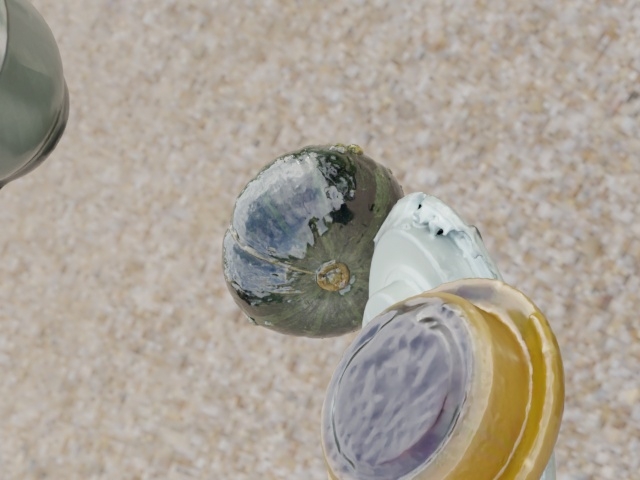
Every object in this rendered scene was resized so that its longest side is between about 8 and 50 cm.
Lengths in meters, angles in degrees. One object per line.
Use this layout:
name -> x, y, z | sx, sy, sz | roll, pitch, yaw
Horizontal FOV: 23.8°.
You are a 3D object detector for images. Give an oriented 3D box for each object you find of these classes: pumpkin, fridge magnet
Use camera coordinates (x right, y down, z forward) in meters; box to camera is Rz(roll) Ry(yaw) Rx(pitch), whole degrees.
pumpkin -> -0.001, 0.001, 1.408 | 0.190, 0.190, 0.146 | -45, 36, 28
fridge magnet -> 0.052, 0.081, 0.717 | 0.143, 0.063, 0.143 | -29, 47, 36

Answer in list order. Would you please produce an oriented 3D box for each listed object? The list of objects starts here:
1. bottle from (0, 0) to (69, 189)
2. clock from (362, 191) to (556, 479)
bottle -> -0.156, -0.071, 0.439 | 0.079, 0.254, 0.096 | 9, 79, 20
clock -> 0.070, 0.089, 0.924 | 0.236, 0.053, 0.236 | 164, 90, -74
